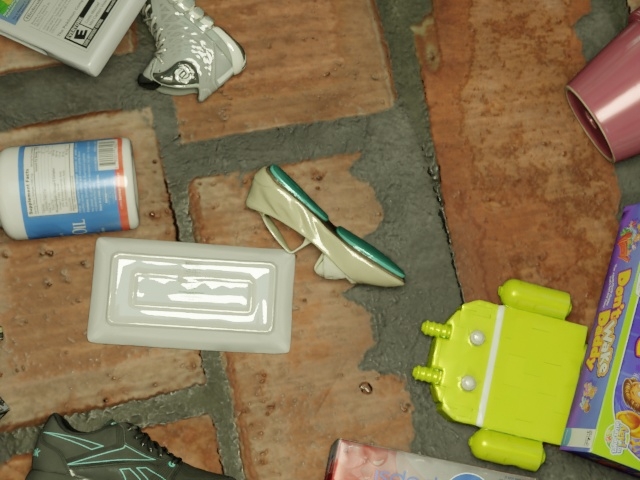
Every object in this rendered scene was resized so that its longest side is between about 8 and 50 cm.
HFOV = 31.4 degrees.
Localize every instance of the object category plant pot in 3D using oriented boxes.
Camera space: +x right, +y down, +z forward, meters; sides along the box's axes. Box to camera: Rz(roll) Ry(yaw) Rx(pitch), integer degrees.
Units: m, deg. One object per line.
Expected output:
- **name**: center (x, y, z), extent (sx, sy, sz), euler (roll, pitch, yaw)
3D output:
- **plant pot**: center (0.445, -0.206, 1.564), extent (0.180, 0.201, 0.201), euler (-33, 84, 5)

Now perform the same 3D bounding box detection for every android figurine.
- **android figurine**: center (0.259, 0.177, 1.530), extent (0.273, 0.056, 0.248), euler (16, 78, -4)

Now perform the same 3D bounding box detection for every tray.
- **tray**: center (-0.170, 0.072, 1.519), extent (0.270, 0.030, 0.145), euler (4, 78, -5)

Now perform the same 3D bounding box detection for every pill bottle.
- **pill bottle**: center (-0.351, -0.065, 1.479), extent (0.222, 0.124, 0.124), euler (-6, 80, -6)

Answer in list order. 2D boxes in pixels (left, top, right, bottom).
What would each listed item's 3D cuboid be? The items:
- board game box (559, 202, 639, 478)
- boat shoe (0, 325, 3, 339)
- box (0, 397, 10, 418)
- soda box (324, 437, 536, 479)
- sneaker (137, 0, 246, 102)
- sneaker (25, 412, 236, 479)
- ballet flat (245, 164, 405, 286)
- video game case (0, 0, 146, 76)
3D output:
- **board game box**: center (0.477, 0.150, 1.515), extent (0.233, 0.078, 0.347), euler (21, 77, -15)
- **boat shoe**: center (-0.474, 0.155, 1.463), extent (0.152, 0.056, 0.049), euler (-23, 87, 0)
- **box**: center (-0.577, 0.221, 1.396), extent (0.307, 0.076, 0.242), euler (-42, 86, 0)
- **soda box**: center (0.137, 0.326, 1.472), extent (0.263, 0.083, 0.092), euler (12, 77, -3)
- **sneaker**: center (-0.222, -0.279, 1.555), extent (0.229, 0.086, 0.132), euler (42, 80, 2)
- **sneaker**: center (-0.230, 0.281, 1.426), extent (0.267, 0.101, 0.106), euler (8, 76, -4)
- **ballet flat**: center (0.000, 0.000, 1.533), extent (0.248, 0.086, 0.086), euler (40, 78, 4)
- **video game case**: center (-0.339, -0.412, 1.547), extent (0.300, 0.036, 0.329), euler (26, 77, 19)
